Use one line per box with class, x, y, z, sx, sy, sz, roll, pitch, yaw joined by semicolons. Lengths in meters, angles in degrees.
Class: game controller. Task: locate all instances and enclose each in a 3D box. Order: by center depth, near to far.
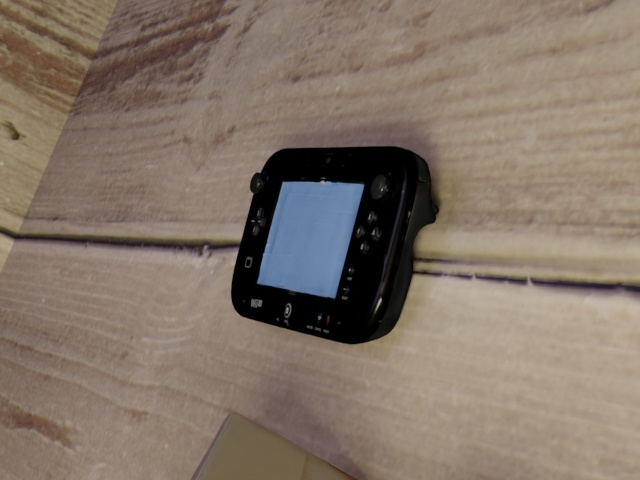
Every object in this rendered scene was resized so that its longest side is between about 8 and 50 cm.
game controller;0.000;0.000;1.305;0.319;0.067;0.166;6;72;66

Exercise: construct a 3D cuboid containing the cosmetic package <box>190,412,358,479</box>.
cosmetic package;-0.056;0.236;0.978;0.153;0.129;0.296;-62;-1;9
